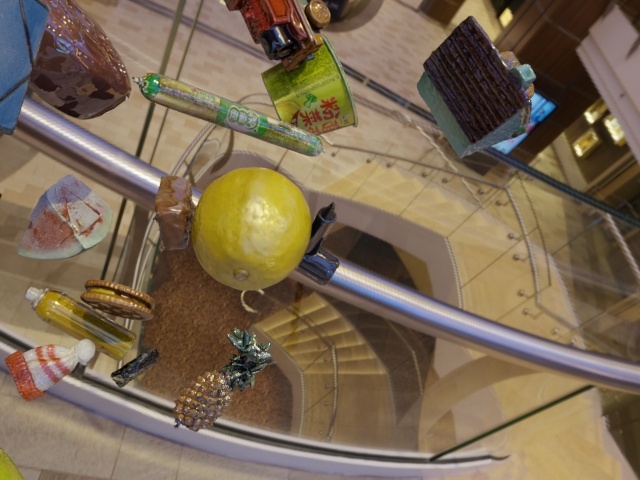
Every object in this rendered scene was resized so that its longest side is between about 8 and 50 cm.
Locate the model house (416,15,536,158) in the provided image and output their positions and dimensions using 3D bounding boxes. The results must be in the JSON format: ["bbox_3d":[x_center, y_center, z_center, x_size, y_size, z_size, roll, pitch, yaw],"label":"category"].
[{"bbox_3d":[0.397,-0.388,1.200,0.230,0.249,0.280,-23,75,-18],"label":"model house"}]

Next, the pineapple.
[{"bbox_3d":[-0.184,0.253,0.905,0.103,0.221,0.083,45,1,-3],"label":"pineapple"}]

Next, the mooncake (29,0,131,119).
[{"bbox_3d":[-0.592,-0.449,1.194,0.326,0.174,0.334,54,10,-41],"label":"mooncake"}]

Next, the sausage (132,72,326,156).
[{"bbox_3d":[-0.094,-0.145,0.607,0.269,0.033,0.033,12,48,-41],"label":"sausage"}]

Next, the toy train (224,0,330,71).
[{"bbox_3d":[-0.134,-0.646,1.364,0.231,0.163,0.369,-27,93,-36],"label":"toy train"}]

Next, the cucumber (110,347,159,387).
[{"bbox_3d":[-0.512,0.351,1.417,0.053,0.053,0.181,43,29,6],"label":"cucumber"}]

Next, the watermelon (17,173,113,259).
[{"bbox_3d":[-0.767,-0.063,1.485,0.261,0.201,0.213,-9,31,16],"label":"watermelon"}]

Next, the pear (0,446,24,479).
[{"bbox_3d":[-0.762,0.486,0.943,0.399,0.399,0.165,-2,63,-34],"label":"pear"}]

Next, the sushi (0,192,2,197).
[{"bbox_3d":[-1.245,-0.138,1.731,0.273,0.109,0.134,-33,78,-21],"label":"sushi"}]

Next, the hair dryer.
[{"bbox_3d":[0.000,0.000,1.467,0.189,0.352,0.107,33,57,0],"label":"hair dryer"}]

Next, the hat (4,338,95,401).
[{"bbox_3d":[-0.569,0.261,1.089,0.162,0.093,0.112,-27,76,-20],"label":"hat"}]

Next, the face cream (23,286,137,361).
[{"bbox_3d":[-0.758,0.254,1.597,0.348,0.105,0.105,36,43,-17],"label":"face cream"}]

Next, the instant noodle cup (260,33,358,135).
[{"bbox_3d":[-0.040,-0.450,1.580,0.221,0.311,0.311,-23,62,0],"label":"instant noodle cup"}]

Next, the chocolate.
[{"bbox_3d":[-0.405,-0.083,1.429,0.093,0.148,0.214,0,37,-6],"label":"chocolate"}]

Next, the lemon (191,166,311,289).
[{"bbox_3d":[-0.186,-0.029,1.370,0.348,0.348,0.348,18,47,-20],"label":"lemon"}]

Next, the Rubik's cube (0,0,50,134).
[{"bbox_3d":[-0.514,-0.274,0.649,0.207,0.205,0.205,17,3,-3],"label":"Rubik's cube"}]

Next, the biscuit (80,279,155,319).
[{"bbox_3d":[-0.602,0.181,1.516,0.220,0.220,0.066,20,67,-17],"label":"biscuit"}]
